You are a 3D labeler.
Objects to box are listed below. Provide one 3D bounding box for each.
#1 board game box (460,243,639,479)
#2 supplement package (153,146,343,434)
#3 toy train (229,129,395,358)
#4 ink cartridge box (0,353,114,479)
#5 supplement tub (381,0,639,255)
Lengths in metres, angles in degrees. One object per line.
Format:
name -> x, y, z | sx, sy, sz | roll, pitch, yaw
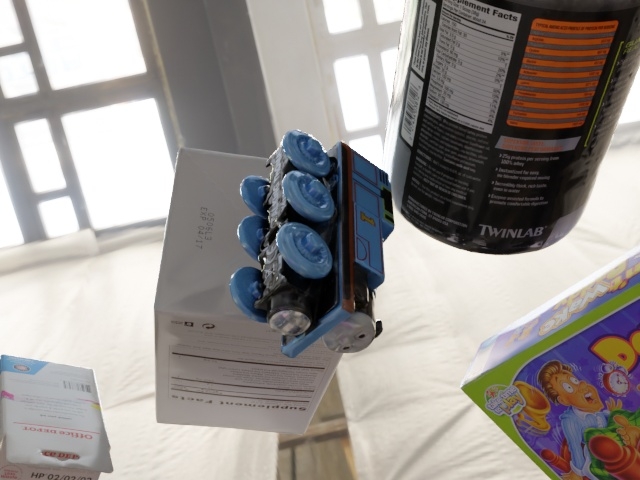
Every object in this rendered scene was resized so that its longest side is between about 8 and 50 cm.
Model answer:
board game box -> 0.326, 0.117, 0.702 | 0.347, 0.233, 0.078 | -43, -176, 41
supplement package -> -0.074, 0.068, 0.842 | 0.175, 0.293, 0.178 | 7, -121, -7
toy train -> 0.000, 0.000, 0.571 | 0.080, 0.105, 0.184 | -43, -149, 33
ink cartridge box -> -0.278, 0.195, 0.826 | 0.104, 0.062, 0.181 | 15, -162, -28
supplement tub -> 0.171, -0.169, 0.705 | 0.207, 0.338, 0.207 | 3, -137, -3
